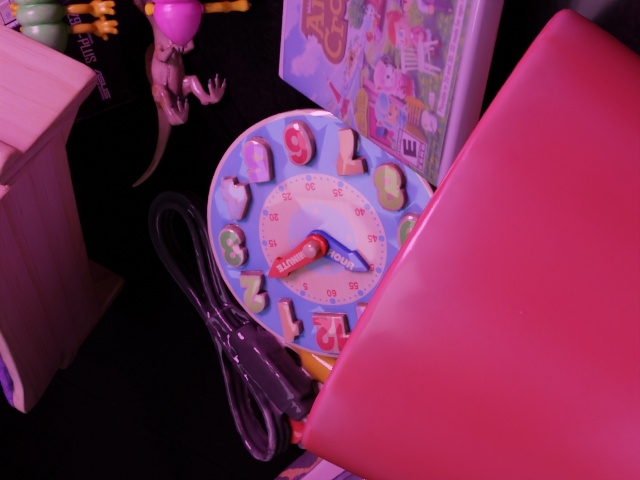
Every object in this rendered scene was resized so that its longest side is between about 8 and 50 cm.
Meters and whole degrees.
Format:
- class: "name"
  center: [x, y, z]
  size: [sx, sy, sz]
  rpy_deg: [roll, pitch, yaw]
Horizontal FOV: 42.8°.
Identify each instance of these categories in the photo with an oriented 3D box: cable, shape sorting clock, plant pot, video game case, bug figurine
- class: "cable"
  center: [-0.067, 0.084, 0.756]
  size: [0.287, 0.072, 0.139]
  rpy_deg: [51, 125, 17]
- class: "shape sorting clock"
  center: [0.000, 0.000, 0.639]
  size: [0.206, 0.040, 0.206]
  rpy_deg: [11, 118, 21]
- class: "plant pot"
  center: [0.162, 0.057, 0.426]
  size: [0.243, 0.275, 0.275]
  rpy_deg: [31, 130, 10]
- class: "video game case"
  center: [0.037, -0.166, 0.501]
  size: [0.193, 0.023, 0.212]
  rpy_deg: [42, 137, 42]
- class: "bug figurine"
  center: [-0.166, -0.238, 0.577]
  size: [0.278, 0.072, 0.216]
  rpy_deg: [-3, 115, 18]

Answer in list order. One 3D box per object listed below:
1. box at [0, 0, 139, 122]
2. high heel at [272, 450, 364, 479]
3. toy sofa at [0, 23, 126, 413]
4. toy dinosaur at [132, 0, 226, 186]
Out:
- class: "box"
  center: [-0.273, -0.173, 0.754]
  size: [0.180, 0.077, 0.147]
  rpy_deg: [-7, 109, 41]
- class: "high heel"
  center: [-0.008, 0.202, 0.605]
  size: [0.186, 0.261, 0.093]
  rpy_deg: [-37, 78, 4]
- class: "toy sofa"
  center: [-0.288, -0.007, 0.705]
  size: [0.150, 0.177, 0.363]
  rpy_deg: [27, 150, 7]
- class: "toy dinosaur"
  center: [-0.126, -0.128, 0.694]
  size: [0.092, 0.053, 0.183]
  rpy_deg: [24, 121, 46]
